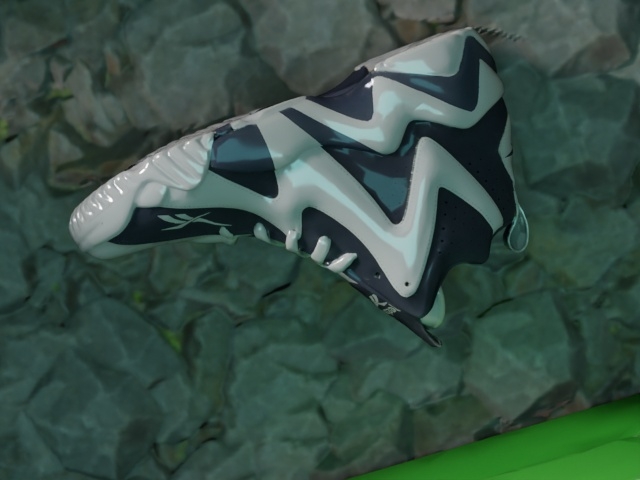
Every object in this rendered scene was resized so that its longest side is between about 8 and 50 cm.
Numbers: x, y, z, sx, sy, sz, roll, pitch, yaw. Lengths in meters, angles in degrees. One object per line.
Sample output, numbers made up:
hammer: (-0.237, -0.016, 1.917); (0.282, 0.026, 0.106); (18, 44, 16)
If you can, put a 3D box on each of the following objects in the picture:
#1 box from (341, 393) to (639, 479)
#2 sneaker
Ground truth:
box: (0.131, 0.227, 0.975); (0.262, 0.127, 0.231); (-16, 103, 2)
sneaker: (0.000, 0.000, 0.925); (0.235, 0.094, 0.153); (-23, 96, -6)
